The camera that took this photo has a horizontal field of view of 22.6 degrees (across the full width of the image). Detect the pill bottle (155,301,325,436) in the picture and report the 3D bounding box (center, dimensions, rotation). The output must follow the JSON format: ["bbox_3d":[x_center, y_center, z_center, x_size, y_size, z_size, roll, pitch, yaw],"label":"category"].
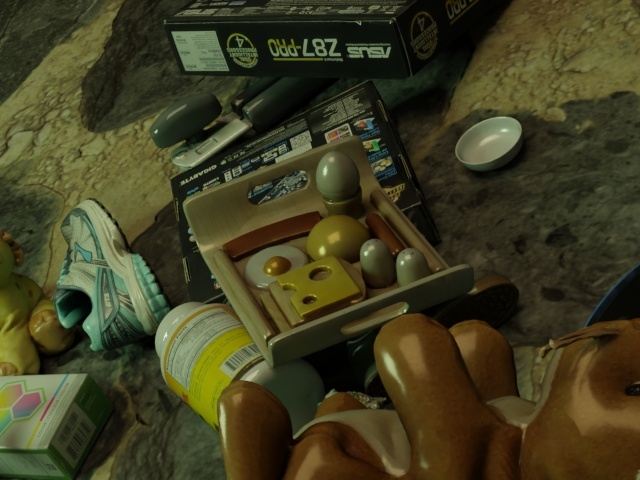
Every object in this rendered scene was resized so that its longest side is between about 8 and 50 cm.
[{"bbox_3d":[-0.094,0.141,1.714,0.117,0.117,0.215,-40,35,-13],"label":"pill bottle"}]

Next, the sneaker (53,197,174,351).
[{"bbox_3d":[-0.283,0.042,1.973,0.122,0.110,0.283,-29,33,-13],"label":"sneaker"}]

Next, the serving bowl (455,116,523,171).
[{"bbox_3d":[0.202,-0.108,1.886,0.083,0.027,0.083,-20,35,15],"label":"serving bowl"}]

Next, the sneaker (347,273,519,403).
[{"bbox_3d":[0.108,0.084,1.680,0.192,0.064,0.086,-36,40,-3],"label":"sneaker"}]

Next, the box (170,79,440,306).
[{"bbox_3d":[-0.028,-0.040,1.933,0.296,0.073,0.293,-26,36,6],"label":"box"}]

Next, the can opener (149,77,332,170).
[{"bbox_3d":[-0.093,-0.189,2.160,0.280,0.093,0.074,-34,33,-13],"label":"can opener"}]

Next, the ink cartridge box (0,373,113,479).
[{"bbox_3d":[-0.355,0.216,1.863,0.209,0.062,0.109,-4,43,34],"label":"ink cartridge box"}]

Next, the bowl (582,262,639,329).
[{"bbox_3d":[0.400,0.116,1.416,0.391,0.077,0.391,-20,36,15],"label":"bowl"}]

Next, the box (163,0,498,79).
[{"bbox_3d":[0.033,-0.328,2.165,0.395,0.097,0.318,4,36,38],"label":"box"}]

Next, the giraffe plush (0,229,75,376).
[{"bbox_3d":[-0.408,0.066,1.995,0.181,0.170,0.210,-5,42,33],"label":"giraffe plush"}]

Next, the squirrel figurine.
[{"bbox_3d":[0.153,0.244,1.257,0.371,0.281,0.396,-14,70,16],"label":"squirrel figurine"}]

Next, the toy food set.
[{"bbox_3d":[0.000,0.000,1.688,0.220,0.092,0.306,-21,34,-10],"label":"toy food set"}]

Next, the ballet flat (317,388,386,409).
[{"bbox_3d":[0.057,0.224,1.537,0.077,0.091,0.241,-7,38,-10],"label":"ballet flat"}]
